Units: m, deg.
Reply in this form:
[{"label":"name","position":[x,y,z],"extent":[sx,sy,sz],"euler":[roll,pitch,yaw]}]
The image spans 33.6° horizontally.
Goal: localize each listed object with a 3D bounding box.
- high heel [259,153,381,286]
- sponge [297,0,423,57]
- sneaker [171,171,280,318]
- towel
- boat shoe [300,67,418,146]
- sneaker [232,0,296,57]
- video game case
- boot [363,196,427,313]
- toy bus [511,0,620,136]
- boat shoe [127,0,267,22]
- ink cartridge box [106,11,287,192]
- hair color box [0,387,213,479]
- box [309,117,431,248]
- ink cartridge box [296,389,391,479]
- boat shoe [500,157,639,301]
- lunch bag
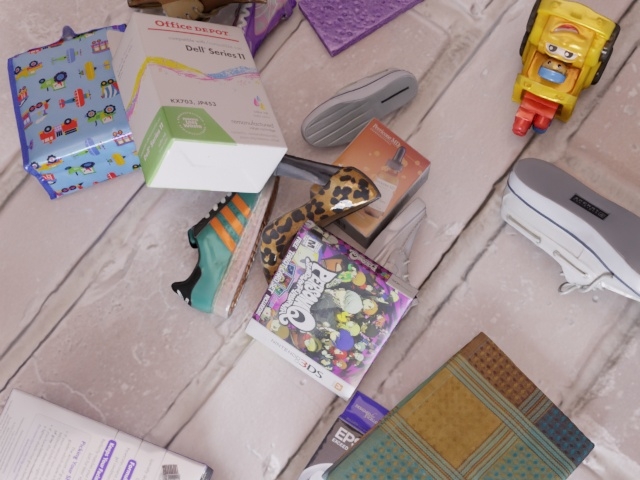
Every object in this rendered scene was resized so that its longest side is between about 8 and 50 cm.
[{"label":"high heel","position":[0.000,0.000,1.720],"extent":[0.186,0.093,0.261],"euler":[16,111,26]},{"label":"sponge","position":[0.075,-0.433,1.918],"extent":[0.210,0.031,0.117],"euler":[-33,78,-7]},{"label":"sneaker","position":[-0.156,-0.027,1.779],"extent":[0.121,0.108,0.302],"euler":[19,77,4]},{"label":"towel","position":[0.222,0.352,1.676],"extent":[0.370,0.040,0.271],"euler":[-39,78,-22]},{"label":"boat shoe","position":[0.061,-0.232,1.849],"extent":[0.226,0.083,0.076],"euler":[-24,32,-13]},{"label":"sneaker","position":[-0.098,-0.410,1.890],"extent":[0.104,0.095,0.236],"euler":[14,79,-14]},{"label":"video game case","position":[0.013,0.114,1.702],"extent":[0.210,0.042,0.232],"euler":[34,119,7]},{"label":"boot","position":[0.121,0.060,1.769],"extent":[0.123,0.095,0.258],"euler":[40,88,4]},{"label":"toy bus","position":[0.388,-0.278,1.782],"extent":[0.149,0.220,0.211],"euler":[26,84,10]},{"label":"boat shoe","position":[-0.219,-0.430,1.844],"extent":[0.324,0.122,0.120],"euler":[19,104,39]},{"label":"ink cartridge box","position":[-0.211,-0.251,1.738],"extent":[0.207,0.119,0.353],"euler":[1,51,-32]},{"label":"hair color box","position":[-0.362,0.383,1.679],"extent":[0.338,0.110,0.185],"euler":[21,76,8]},{"label":"box","position":[0.084,-0.096,1.800],"extent":[0.130,0.091,0.170],"euler":[39,80,10]},{"label":"ink cartridge box","position":[0.089,0.378,1.703],"extent":[0.206,0.045,0.208],"euler":[32,77,9]},{"label":"boat shoe","position":[0.439,0.027,1.737],"extent":[0.367,0.156,0.136],"euler":[37,46,21]},{"label":"lunch bag","position":[-0.416,-0.254,1.843],"extent":[0.221,0.138,0.293],"euler":[-19,67,-1]}]
